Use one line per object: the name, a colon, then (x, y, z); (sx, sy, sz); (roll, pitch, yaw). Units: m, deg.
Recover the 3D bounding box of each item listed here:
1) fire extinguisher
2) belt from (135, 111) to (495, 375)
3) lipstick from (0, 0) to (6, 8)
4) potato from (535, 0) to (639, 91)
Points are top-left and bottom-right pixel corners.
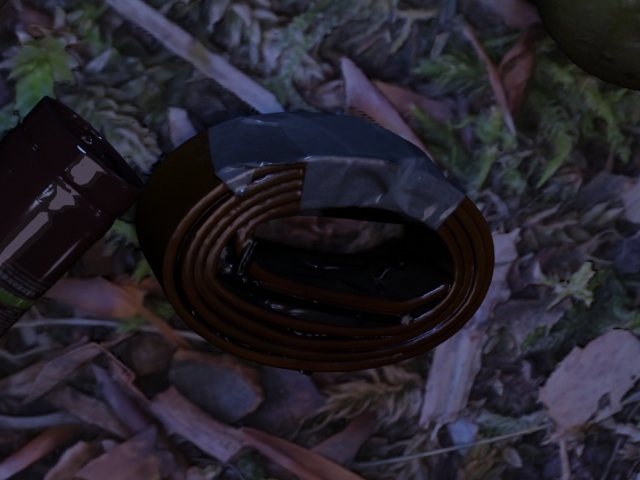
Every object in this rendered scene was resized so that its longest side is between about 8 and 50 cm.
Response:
fire extinguisher: (-0.280, 0.046, 1.245); (0.341, 0.105, 0.141); (-44, 110, 6)
belt: (0.000, 0.000, 1.330); (0.261, 0.105, 0.184); (14, 110, -28)
lipstick: (-0.188, -0.220, 1.147); (0.070, 0.070, 0.254); (35, 101, -34)
potato: (0.252, -0.193, 1.298); (0.178, 0.160, 0.235); (-35, 140, 30)
